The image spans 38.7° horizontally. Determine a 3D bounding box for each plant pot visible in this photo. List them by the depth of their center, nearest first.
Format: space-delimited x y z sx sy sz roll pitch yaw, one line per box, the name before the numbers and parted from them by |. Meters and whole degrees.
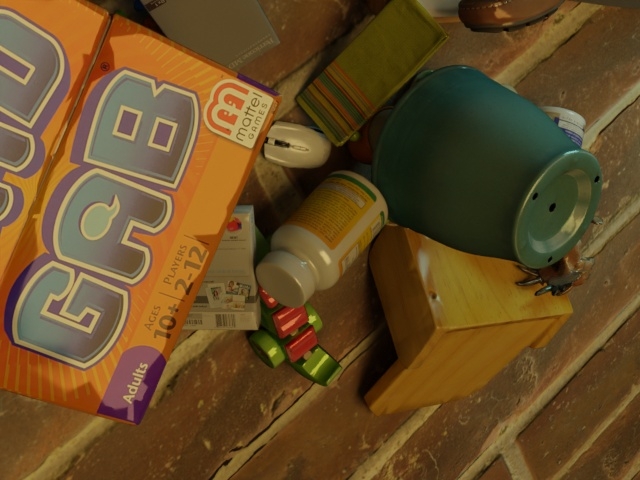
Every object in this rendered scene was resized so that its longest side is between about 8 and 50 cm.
plant pot | 0.258 -0.091 1.348 0.272 0.255 0.271 -21 127 -30

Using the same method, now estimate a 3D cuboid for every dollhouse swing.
dollhouse swing | 0.224 0.121 1.697 0.347 0.305 0.315 -3 68 -36

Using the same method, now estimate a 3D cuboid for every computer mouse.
computer mouse | -0.050 -0.149 1.390 0.193 0.042 0.106 5 104 -38

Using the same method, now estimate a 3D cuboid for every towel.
towel | 0.073 -0.253 1.351 0.237 0.102 0.021 -44 180 23

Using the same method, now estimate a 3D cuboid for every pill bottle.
pill bottle | 0.000 0.000 1.347 0.208 0.118 0.117 -49 131 -33
pill bottle | 0.415 -0.141 1.675 0.112 0.112 0.186 23 76 -41

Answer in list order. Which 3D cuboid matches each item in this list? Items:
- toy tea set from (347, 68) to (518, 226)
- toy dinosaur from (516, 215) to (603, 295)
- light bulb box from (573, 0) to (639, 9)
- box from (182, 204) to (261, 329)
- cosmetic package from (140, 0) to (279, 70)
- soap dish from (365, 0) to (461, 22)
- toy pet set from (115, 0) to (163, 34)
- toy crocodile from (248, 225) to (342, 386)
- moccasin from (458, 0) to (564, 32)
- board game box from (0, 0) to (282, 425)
toy tea set | 0.196 -0.175 1.482 0.336 0.124 0.200 -39 105 -20
toy dinosaur | 0.357 -0.003 1.583 0.296 0.127 0.200 19 120 2
light bulb box | 0.610 -0.634 1.583 0.358 0.225 0.361 -28 122 -25
box | -0.165 0.041 1.329 0.145 0.038 0.186 -1 114 5
cosmetic package | -0.159 -0.316 1.141 0.127 0.107 0.238 -32 143 4
soap dish | 0.200 -0.457 1.410 0.291 0.118 0.229 -12 114 -33
toy pet set | -0.256 -0.233 1.204 0.122 0.065 0.114 -38 92 -23
toy crocodile | -0.066 0.102 1.436 0.115 0.105 0.340 -38 126 -20
moccasin | 0.334 -0.436 1.353 0.380 0.139 0.147 -40 127 -19
board game box | -0.316 -0.076 0.960 0.356 0.356 0.356 22 93 -26
